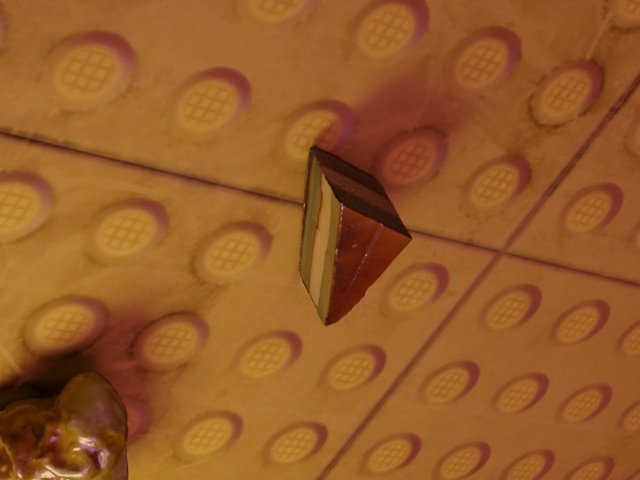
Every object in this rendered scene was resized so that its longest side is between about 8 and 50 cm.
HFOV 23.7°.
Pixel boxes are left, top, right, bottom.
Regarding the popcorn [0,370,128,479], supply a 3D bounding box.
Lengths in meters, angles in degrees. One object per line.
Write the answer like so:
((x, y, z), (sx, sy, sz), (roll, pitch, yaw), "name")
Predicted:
((-0.355, 0.301, 1.945), (0.225, 0.174, 0.286), (-8, 135, -14), "popcorn")

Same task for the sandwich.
((0.000, 0.000, 1.891), (0.144, 0.117, 0.187), (19, 121, -40), "sandwich")
